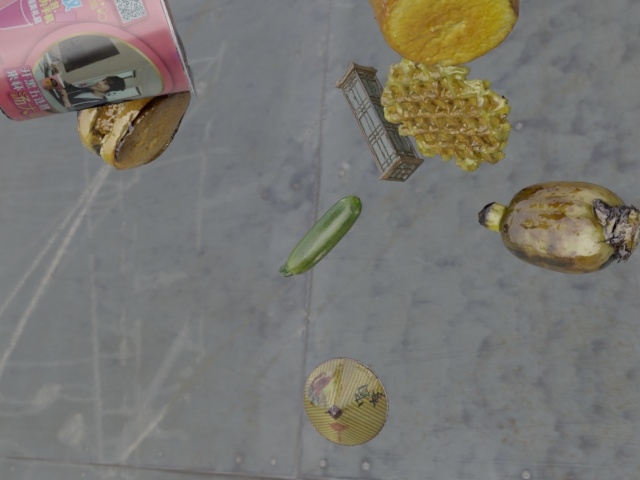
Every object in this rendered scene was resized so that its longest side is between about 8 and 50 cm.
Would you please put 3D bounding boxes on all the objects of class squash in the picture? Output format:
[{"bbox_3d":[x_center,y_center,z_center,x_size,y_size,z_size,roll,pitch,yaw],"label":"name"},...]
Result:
[{"bbox_3d":[0.000,0.000,1.515,0.252,0.066,0.066,-48,49,16],"label":"squash"}]

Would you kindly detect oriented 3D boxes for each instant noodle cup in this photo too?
[{"bbox_3d":[-0.317,-0.271,0.930,0.254,0.244,0.244,-17,56,-6],"label":"instant noodle cup"}]

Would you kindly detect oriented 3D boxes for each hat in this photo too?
[{"bbox_3d":[0.040,0.344,1.441,0.193,0.082,0.193,1,94,20],"label":"hat"}]

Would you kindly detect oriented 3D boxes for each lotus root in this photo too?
[{"bbox_3d":[0.429,-0.026,1.246,0.314,0.141,0.169,12,57,43],"label":"lotus root"}]

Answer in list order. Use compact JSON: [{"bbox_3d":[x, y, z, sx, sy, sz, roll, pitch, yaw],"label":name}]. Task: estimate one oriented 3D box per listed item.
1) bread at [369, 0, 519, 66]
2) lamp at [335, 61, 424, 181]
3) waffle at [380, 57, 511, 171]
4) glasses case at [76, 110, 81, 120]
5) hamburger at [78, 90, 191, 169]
[{"bbox_3d":[0.191,-0.391,1.092,0.268,0.268,0.146,-28,55,31],"label":"bread"},{"bbox_3d":[0.142,-0.298,1.742,0.089,0.090,0.326,-48,52,40],"label":"lamp"},{"bbox_3d":[0.266,-0.266,1.474,0.302,0.325,0.068,33,72,12],"label":"waffle"},{"bbox_3d":[-0.375,-0.283,1.205,0.103,0.067,0.267,38,129,28],"label":"glasses case"},{"bbox_3d":[-0.300,-0.203,1.121,0.118,0.191,0.182,41,92,8],"label":"hamburger"}]
